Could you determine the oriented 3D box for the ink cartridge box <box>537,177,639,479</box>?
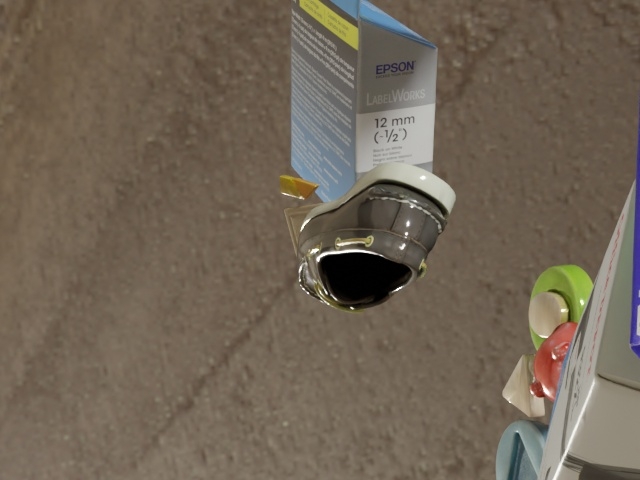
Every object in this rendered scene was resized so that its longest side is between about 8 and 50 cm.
[{"bbox_3d":[0.289,0.131,1.080,0.307,0.129,0.223,94,-165,-52],"label":"ink cartridge box"}]

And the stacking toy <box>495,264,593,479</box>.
[{"bbox_3d":[0.272,0.185,1.507,0.279,0.130,0.309,-116,34,-53],"label":"stacking toy"}]

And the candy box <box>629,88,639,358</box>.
[{"bbox_3d":[0.355,-0.063,0.795,0.268,0.122,0.317,-16,47,36],"label":"candy box"}]

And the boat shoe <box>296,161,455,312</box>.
[{"bbox_3d":[0.025,0.013,0.884,0.069,0.081,0.228,-68,9,-23],"label":"boat shoe"}]

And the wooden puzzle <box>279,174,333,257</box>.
[{"bbox_3d":[0.000,0.000,1.038,0.078,0.014,0.116,5,109,49],"label":"wooden puzzle"}]

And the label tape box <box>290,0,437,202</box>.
[{"bbox_3d":[0.049,-0.212,1.506,0.249,0.115,0.348,-129,36,-57],"label":"label tape box"}]
